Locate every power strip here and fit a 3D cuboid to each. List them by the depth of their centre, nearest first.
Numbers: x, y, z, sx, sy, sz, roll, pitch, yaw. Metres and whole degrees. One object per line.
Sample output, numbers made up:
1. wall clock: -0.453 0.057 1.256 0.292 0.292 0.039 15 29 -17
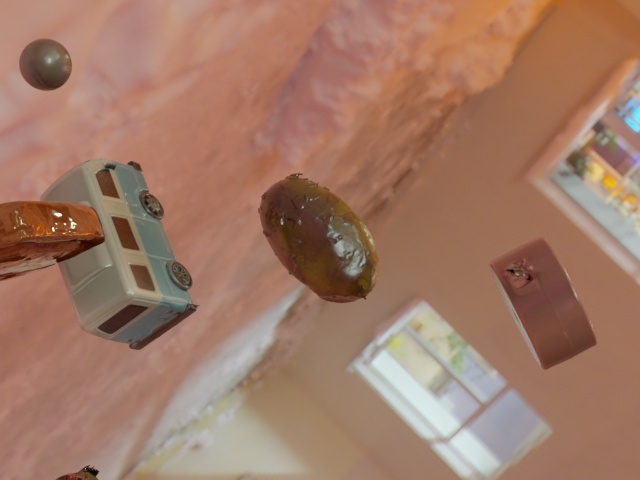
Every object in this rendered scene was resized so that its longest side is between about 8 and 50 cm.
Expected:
1. power strip: 0.270 0.074 1.384 0.078 0.154 0.154 -26 173 5

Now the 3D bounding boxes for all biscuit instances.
1. biscuit: -0.462 0.029 1.358 0.455 0.078 0.349 -16 178 42

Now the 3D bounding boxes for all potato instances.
1. potato: 0.000 0.000 1.877 0.149 0.251 0.113 -38 167 -3

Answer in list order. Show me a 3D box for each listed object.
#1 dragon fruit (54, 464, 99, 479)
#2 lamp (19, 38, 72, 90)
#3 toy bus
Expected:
1. dragon fruit: -0.408 0.488 1.930 0.182 0.182 0.188 -43 -148 -17
2. lamp: -0.540 -0.346 2.238 0.105 0.105 0.105 -44 171 -8
3. toy bus: -0.308 0.008 1.661 0.133 0.271 0.165 -35 154 21
